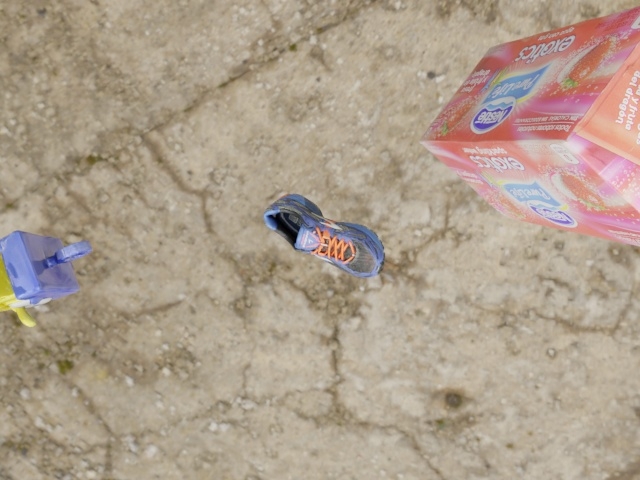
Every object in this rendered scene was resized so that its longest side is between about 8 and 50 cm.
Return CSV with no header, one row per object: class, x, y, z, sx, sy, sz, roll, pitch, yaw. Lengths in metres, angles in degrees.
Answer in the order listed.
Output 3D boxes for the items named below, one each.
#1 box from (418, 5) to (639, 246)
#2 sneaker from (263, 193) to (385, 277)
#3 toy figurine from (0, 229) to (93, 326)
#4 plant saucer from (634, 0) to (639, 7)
box,0.242,-0.103,0.685,0.154,0.300,0.142,38,88,-16
sneaker,0.000,0.000,1.105,0.221,0.087,0.083,26,113,24
toy figurine,-0.345,0.011,0.698,0.217,0.362,0.191,-14,84,0
plant saucer,0.476,-0.294,0.777,0.332,0.333,0.081,-1,143,0
